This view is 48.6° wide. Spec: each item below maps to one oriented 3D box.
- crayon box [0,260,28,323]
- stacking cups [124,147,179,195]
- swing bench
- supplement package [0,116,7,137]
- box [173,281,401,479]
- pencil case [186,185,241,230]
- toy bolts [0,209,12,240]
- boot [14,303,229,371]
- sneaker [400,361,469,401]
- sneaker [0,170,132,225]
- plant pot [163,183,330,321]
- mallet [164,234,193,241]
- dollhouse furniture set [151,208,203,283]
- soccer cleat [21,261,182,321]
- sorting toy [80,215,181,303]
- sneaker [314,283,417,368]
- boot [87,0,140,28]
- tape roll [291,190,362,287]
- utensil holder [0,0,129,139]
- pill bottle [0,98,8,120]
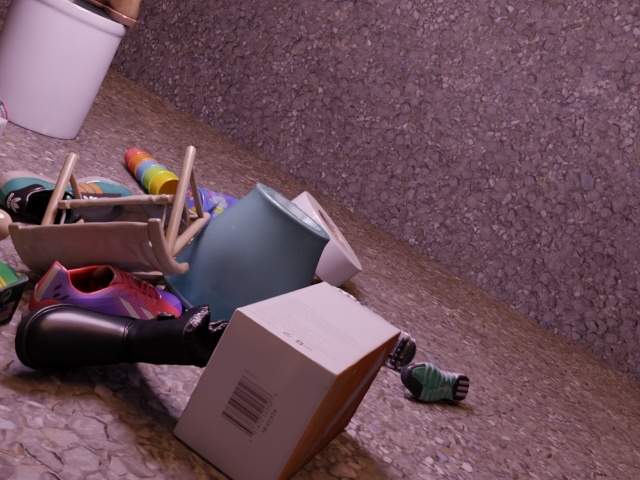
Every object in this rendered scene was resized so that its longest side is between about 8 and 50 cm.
[{"bbox_3d":[-0.597,0.028,0.962,0.319,0.081,0.202,28,13,3],"label":"crayon box"},{"bbox_3d":[-0.495,-0.197,2.063,0.096,0.096,0.316,16,16,-43],"label":"stacking cups"},{"bbox_3d":[-0.355,-0.031,1.250,0.253,0.165,0.254,0,37,8],"label":"swing bench"},{"bbox_3d":[-0.784,-0.232,1.557,0.105,0.105,0.179,25,12,-11],"label":"supplement package"},{"bbox_3d":[-0.034,0.211,1.100,0.168,0.215,0.345,32,13,16],"label":"box"},{"bbox_3d":[-0.242,-0.051,1.953,0.306,0.119,0.133,18,47,-40],"label":"pencil case"},{"bbox_3d":[-0.615,-0.099,1.219,0.228,0.218,0.158,53,16,22],"label":"toy bolts"},{"bbox_3d":[-0.263,0.134,0.996,0.207,0.094,0.246,-7,-11,29],"label":"boot"},{"bbox_3d":[0.239,0.320,1.616,0.224,0.083,0.098,23,-8,-40],"label":"sneaker"},{"bbox_3d":[-0.517,-0.071,1.494,0.302,0.108,0.121,2,28,-46],"label":"sneaker"},{"bbox_3d":[-0.124,0.038,1.403,0.272,0.255,0.271,37,6,-5],"label":"plant pot"},{"bbox_3d":[-0.319,0.000,1.787,0.190,0.039,0.062,28,9,-20],"label":"mallet"},{"bbox_3d":[-0.321,0.005,1.536,0.144,0.123,0.151,34,14,26],"label":"dollhouse furniture set"},{"bbox_3d":[-0.329,0.096,1.164,0.109,0.116,0.318,34,14,28],"label":"soccer cleat"},{"bbox_3d":[-0.388,0.041,1.411,0.274,0.046,0.132,41,17,30],"label":"sorting toy"},{"bbox_3d":[0.091,0.201,1.699,0.292,0.110,0.118,35,4,-6],"label":"sneaker"},{"bbox_3d":[-0.633,-0.744,2.149,0.305,0.115,0.112,35,16,35],"label":"boot"},{"bbox_3d":[0.000,0.000,2.037,0.286,0.100,0.286,52,7,-9],"label":"tape roll"},{"bbox_3d":[-0.800,-0.538,2.117,0.328,0.385,0.327,26,12,-6],"label":"utensil holder"},{"bbox_3d":[-0.836,-0.310,1.758,0.108,0.108,0.180,23,14,-22],"label":"pill bottle"}]
